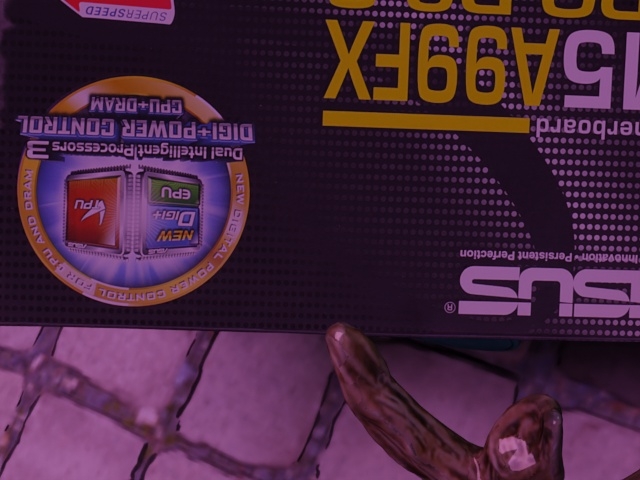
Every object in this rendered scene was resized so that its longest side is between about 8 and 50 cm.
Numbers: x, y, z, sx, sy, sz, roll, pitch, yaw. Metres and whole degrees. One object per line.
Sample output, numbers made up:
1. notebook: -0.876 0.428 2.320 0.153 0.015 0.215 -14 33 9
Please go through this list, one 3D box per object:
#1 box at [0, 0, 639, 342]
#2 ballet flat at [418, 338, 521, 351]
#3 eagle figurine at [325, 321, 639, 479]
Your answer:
1. box: 0.014 -0.074 0.596 0.270 0.060 0.216 2 94 -5
2. ballet flat: 0.000 0.000 0.712 0.213 0.072 0.068 5 68 33
3. eagle figurine: 0.088 0.199 0.483 0.225 0.226 0.298 -60 25 32
